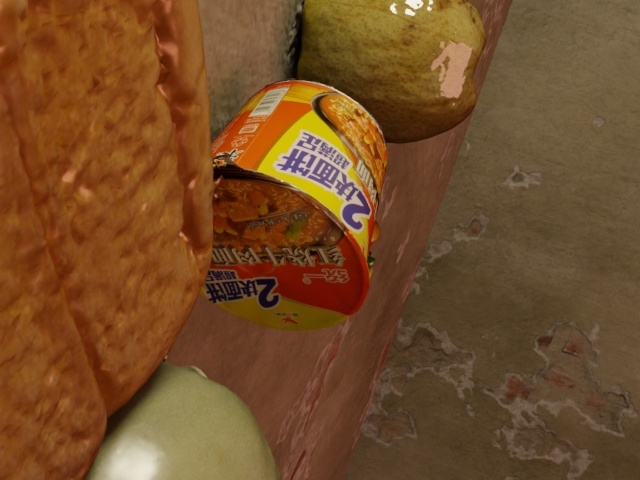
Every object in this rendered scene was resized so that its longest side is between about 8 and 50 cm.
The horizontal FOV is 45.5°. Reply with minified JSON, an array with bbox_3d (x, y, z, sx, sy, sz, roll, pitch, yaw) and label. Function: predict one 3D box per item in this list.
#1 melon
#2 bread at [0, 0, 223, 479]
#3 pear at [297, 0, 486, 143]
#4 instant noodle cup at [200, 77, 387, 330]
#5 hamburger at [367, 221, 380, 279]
[{"bbox_3d":[-0.156,0.225,0.546,0.308,0.271,0.272,-59,163,-17],"label":"melon"},{"bbox_3d":[-0.180,-0.009,0.359,0.337,0.148,0.328,92,20,-46],"label":"bread"},{"bbox_3d":[0.086,-0.208,0.885,0.228,0.211,0.188,49,61,-74],"label":"pear"},{"bbox_3d":[-0.032,-0.044,0.743,0.213,0.213,0.174,94,15,-49],"label":"instant noodle cup"},{"bbox_3d":[0.000,0.000,0.987,0.162,0.162,0.115,-33,141,-66],"label":"hamburger"}]
